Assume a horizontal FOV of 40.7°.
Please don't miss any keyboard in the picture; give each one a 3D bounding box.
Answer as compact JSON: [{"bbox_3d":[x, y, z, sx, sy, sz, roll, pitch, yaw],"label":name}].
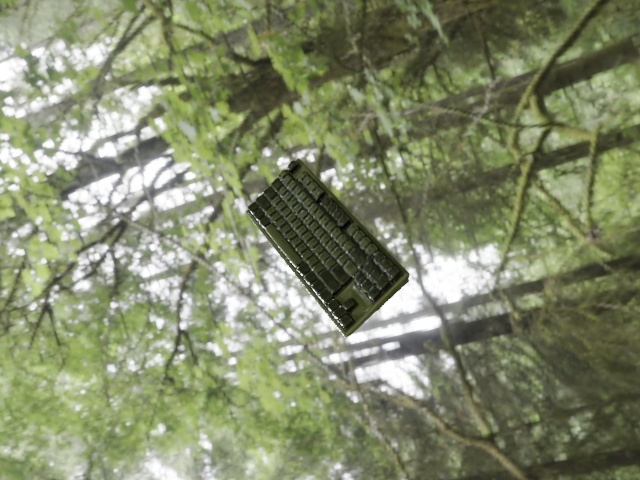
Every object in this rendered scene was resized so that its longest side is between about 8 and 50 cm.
[{"bbox_3d":[0.000,0.000,0.499,0.015,0.049,0.129,47,-178,-46],"label":"keyboard"}]
